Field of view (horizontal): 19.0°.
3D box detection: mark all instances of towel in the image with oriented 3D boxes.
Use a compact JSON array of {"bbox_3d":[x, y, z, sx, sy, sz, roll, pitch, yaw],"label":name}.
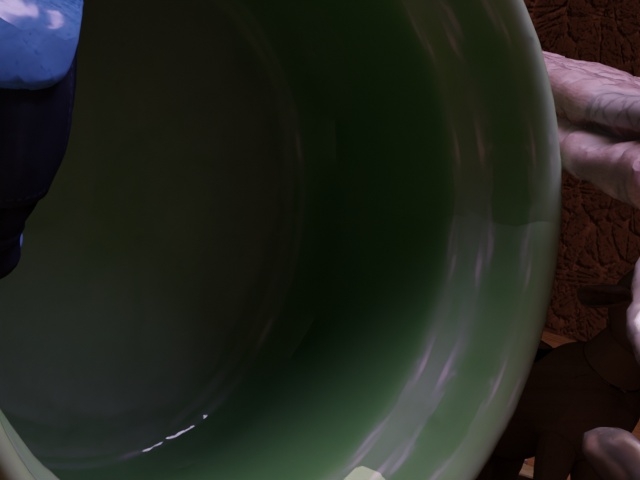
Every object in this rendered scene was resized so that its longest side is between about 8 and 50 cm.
[{"bbox_3d":[0.249,-0.020,0.903,0.332,0.053,0.317,17,8,-12],"label":"towel"}]

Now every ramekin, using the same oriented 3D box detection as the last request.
[{"bbox_3d":[-0.058,-0.013,0.758,0.303,0.303,0.148,13,-5,-42],"label":"ramekin"}]

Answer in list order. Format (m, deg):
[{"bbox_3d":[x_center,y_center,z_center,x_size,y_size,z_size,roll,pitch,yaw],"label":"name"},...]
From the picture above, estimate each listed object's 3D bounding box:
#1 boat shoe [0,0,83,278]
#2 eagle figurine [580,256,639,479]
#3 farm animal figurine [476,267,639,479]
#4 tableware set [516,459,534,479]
[{"bbox_3d":[-0.155,-0.050,0.564,0.109,0.089,0.258,2,13,-27],"label":"boat shoe"},{"bbox_3d":[0.152,0.118,0.300,0.225,0.226,0.298,36,-10,-18],"label":"eagle figurine"},{"bbox_3d":[0.226,0.087,0.887,0.330,0.172,0.327,11,-9,4],"label":"farm animal figurine"},{"bbox_3d":[0.039,0.127,1.109,0.194,0.039,0.128,17,0,-4],"label":"tableware set"}]
